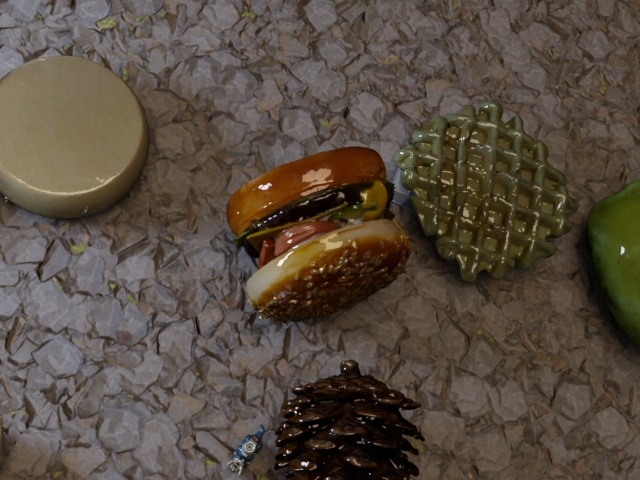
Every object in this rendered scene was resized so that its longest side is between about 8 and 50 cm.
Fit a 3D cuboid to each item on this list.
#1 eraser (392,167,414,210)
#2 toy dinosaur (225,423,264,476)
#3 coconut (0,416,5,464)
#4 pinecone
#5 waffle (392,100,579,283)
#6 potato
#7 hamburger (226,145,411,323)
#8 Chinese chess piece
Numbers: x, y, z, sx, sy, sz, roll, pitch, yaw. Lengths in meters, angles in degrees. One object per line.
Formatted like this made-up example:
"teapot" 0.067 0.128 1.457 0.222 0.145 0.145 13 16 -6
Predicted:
"eraser" 0.229 -0.072 1.690 0.212 0.046 0.092 24 68 -4
"toy dinosaur" -0.111 0.320 1.485 0.030 0.047 0.083 37 70 3
"coconut" -0.504 0.293 1.379 0.124 0.110 0.110 -42 85 -14
"pinecone" 0.039 0.310 1.433 0.224 0.224 0.272 11 72 -9
"waffle" 0.286 -0.090 1.653 0.292 0.056 0.309 -26 77 -20
"potato" 0.574 0.050 1.644 0.216 0.216 0.304 -21 68 -18
"hamburger" 0.000 0.000 1.504 0.291 0.291 0.225 -17 77 -17
"Chinese chess piece" -0.410 -0.164 1.552 0.273 0.102 0.273 4 70 -12
